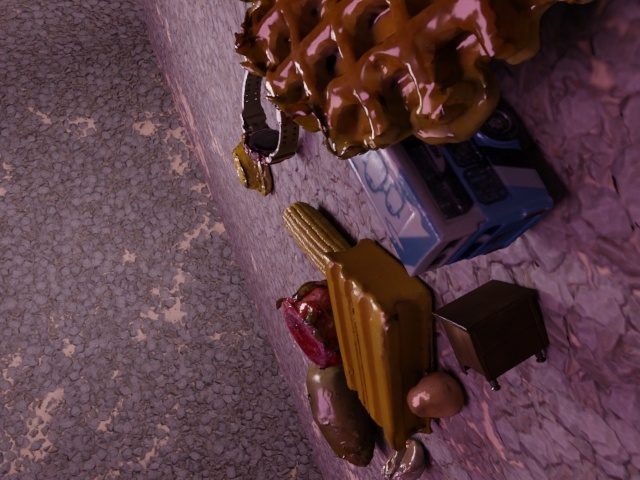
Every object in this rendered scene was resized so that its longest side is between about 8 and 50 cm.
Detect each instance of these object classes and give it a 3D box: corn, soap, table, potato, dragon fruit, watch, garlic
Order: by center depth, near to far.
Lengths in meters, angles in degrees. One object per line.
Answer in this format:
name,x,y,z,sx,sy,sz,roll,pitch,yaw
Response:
table,0.183,0.100,0.513,0.082,0.083,0.070,66,168,-11
potato,0.171,0.235,0.726,0.068,0.083,0.062,63,-173,17
soap,0.106,0.180,0.824,0.204,0.096,0.324,-132,26,-52
watch,-0.097,-0.274,0.966,0.164,0.102,0.268,55,151,21
corn,0.000,0.000,0.970,0.248,0.081,0.081,50,155,48
garlic,0.171,0.446,0.973,0.074,0.094,0.113,25,146,5
dragon fruit,-0.001,0.182,1.083,0.282,0.147,0.210,99,147,-62
potato,0.051,0.440,1.241,0.296,0.141,0.191,66,166,2

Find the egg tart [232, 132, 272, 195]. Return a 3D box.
egg tart,-0.200,-0.211,1.374,0.191,0.074,0.191,161,90,-76

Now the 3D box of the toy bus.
toy bus,0.084,-0.120,0.470,0.106,0.131,0.297,105,141,-65

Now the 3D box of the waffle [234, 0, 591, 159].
waffle,0.045,-0.210,0.351,0.325,0.068,0.301,37,117,39
